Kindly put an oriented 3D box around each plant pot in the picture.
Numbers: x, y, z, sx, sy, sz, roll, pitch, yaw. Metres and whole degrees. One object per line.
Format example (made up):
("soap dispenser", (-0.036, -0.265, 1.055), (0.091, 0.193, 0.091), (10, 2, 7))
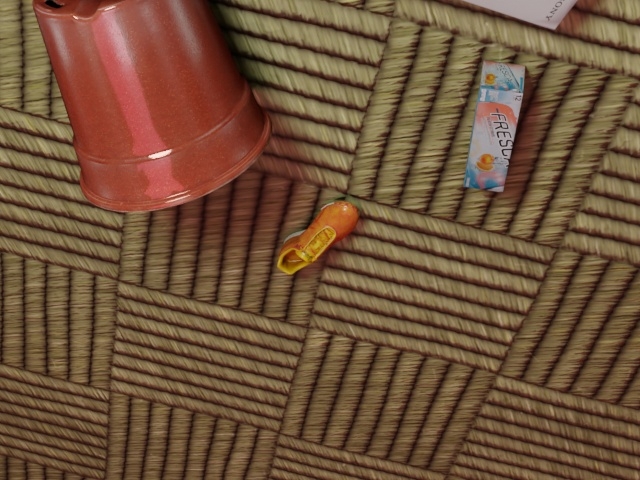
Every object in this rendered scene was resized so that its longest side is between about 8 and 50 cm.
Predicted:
("plant pot", (-0.229, -0.222, 1.555), (0.272, 0.272, 0.265), (-5, 126, 19))

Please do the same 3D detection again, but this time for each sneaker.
("sneaker", (0.000, 0.000, 1.854), (0.064, 0.067, 0.175), (33, 132, -18))

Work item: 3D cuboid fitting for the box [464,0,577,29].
("box", (0.191, -0.375, 1.365), (0.322, 0.058, 0.232), (12, 140, -22))

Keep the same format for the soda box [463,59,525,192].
("soda box", (0.235, -0.153, 1.636), (0.058, 0.063, 0.183), (8, 137, 6))
